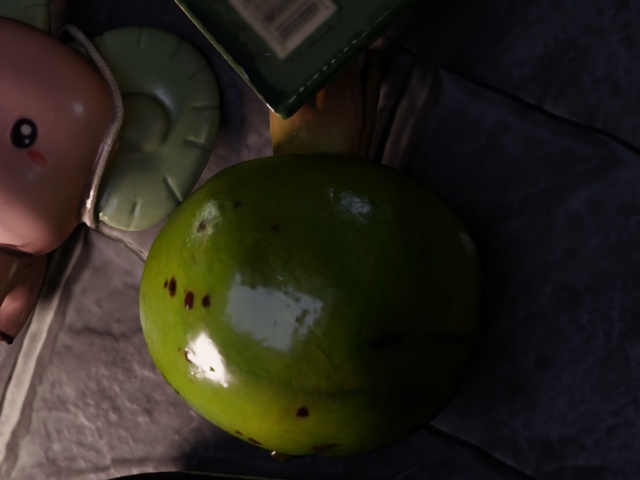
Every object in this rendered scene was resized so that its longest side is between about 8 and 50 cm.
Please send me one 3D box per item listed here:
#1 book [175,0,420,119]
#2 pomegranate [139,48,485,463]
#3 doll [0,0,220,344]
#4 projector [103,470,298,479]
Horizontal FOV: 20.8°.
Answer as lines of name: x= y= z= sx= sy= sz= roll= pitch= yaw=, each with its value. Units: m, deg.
book: x=0.032 y=-0.292 z=1.166 sx=0.371 sy=0.043 sz=0.260 roll=-41 pitch=73 yaw=2
pomegranate: x=0.000 y=0.000 z=1.186 sx=0.236 sy=0.236 sz=0.302 roll=0 pitch=75 yaw=27
doll: x=-0.238 y=-0.075 z=1.332 sx=0.284 sy=0.216 sz=0.268 roll=31 pitch=83 yaw=4
projector: x=-0.100 y=0.311 z=1.226 sx=0.248 sy=0.248 sz=0.249 roll=0 pitch=95 yaw=33
